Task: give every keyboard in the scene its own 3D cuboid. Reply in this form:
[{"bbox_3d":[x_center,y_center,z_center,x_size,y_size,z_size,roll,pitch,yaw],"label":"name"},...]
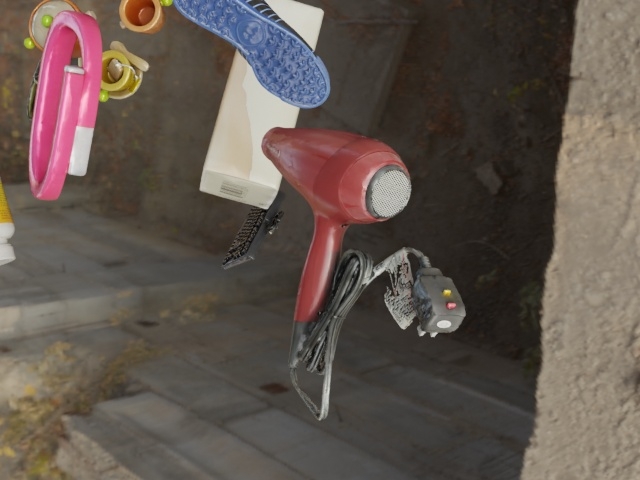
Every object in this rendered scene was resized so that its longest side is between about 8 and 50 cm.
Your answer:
[{"bbox_3d":[-0.110,-0.025,1.489,0.108,0.180,0.023,-20,122,34],"label":"keyboard"}]

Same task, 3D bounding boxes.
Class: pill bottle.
[{"bbox_3d":[-0.674,-0.052,1.670,0.117,0.117,0.208,-21,85,47],"label":"pill bottle"}]

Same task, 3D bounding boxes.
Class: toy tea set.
[{"bbox_3d":[-0.345,-0.411,1.409,0.200,0.124,0.336,29,94,7],"label":"toy tea set"}]

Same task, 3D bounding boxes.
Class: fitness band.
[{"bbox_3d":[-0.395,-0.202,1.288,0.209,0.054,0.291,37,116,54],"label":"fitness band"}]

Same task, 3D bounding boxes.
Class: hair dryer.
[{"bbox_3d":[0.000,0.000,0.802,0.223,0.080,0.293,-37,55,34],"label":"hair dryer"}]

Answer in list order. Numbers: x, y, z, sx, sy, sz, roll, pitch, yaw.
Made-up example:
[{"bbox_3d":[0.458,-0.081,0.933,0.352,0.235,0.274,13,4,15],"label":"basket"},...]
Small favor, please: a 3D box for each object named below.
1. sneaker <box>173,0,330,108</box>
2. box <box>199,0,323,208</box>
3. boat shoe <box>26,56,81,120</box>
[{"bbox_3d":[-0.077,-0.262,1.046,0.081,0.232,0.090,-40,23,27],"label":"sneaker"},{"bbox_3d":[-0.096,-0.224,1.368,0.148,0.121,0.311,131,153,-74],"label":"box"},{"bbox_3d":[-0.545,-0.325,1.720,0.080,0.073,0.223,40,131,6],"label":"boat shoe"}]
